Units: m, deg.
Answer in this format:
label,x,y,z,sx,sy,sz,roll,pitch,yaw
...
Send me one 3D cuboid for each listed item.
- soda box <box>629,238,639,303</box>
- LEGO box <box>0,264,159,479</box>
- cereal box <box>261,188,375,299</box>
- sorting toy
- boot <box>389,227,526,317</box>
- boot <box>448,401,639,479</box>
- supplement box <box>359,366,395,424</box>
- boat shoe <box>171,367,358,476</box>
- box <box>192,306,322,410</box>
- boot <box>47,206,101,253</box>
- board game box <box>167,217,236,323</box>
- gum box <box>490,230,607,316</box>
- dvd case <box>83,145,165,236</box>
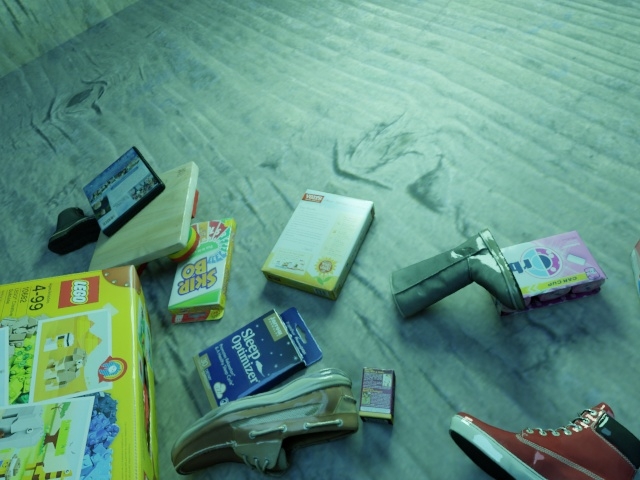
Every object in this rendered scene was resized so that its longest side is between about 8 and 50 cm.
label,x,y,z,sx,sy,sz,roll,pitch,yaw
soda box,0.575,0.110,0.709,0.084,0.092,0.263,3,55,17
LEGO box,-0.470,0.308,0.713,0.373,0.193,0.500,-9,46,-16
cereal box,0.000,0.000,0.981,0.173,0.047,0.240,15,59,24
sorting toy,-0.400,-0.034,1.071,0.257,0.089,0.255,-18,50,17
boot,0.233,0.085,0.793,0.209,0.076,0.189,-26,36,16
boot,0.331,0.288,0.656,0.244,0.088,0.176,28,66,22
supplement box,0.099,0.266,0.761,0.055,0.043,0.083,0,56,16
boat shoe,-0.089,0.321,0.729,0.325,0.123,0.116,-23,54,0
box,-0.123,0.225,0.860,0.225,0.036,0.136,-30,52,-8
boot,-0.632,-0.061,1.193,0.198,0.076,0.137,-21,47,-1
board game box,-0.269,0.064,1.022,0.124,0.039,0.259,-8,56,12
gum box,0.404,0.059,0.813,0.189,0.062,0.107,-15,52,5
dvd case,-0.502,-0.133,1.125,0.180,0.022,0.253,-42,47,-6
